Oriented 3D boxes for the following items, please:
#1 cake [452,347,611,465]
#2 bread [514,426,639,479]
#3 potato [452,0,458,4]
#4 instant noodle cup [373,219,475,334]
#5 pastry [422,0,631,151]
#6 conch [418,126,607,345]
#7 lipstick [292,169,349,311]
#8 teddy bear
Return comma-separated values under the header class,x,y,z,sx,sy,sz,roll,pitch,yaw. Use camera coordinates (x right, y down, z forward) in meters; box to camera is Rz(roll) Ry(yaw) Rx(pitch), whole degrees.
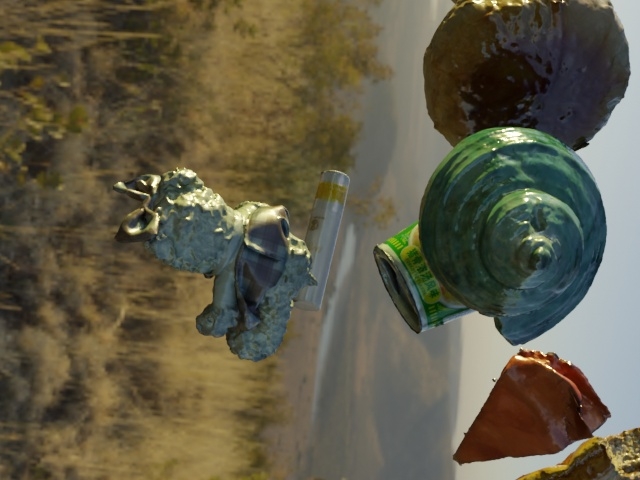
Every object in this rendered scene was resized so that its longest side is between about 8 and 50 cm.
class,x,y,z,sx,sy,sz,roll,pitch,yaw
cake,0.249,0.224,1.277,0.098,0.135,0.287,-44,179,-33
bread,0.400,0.413,1.624,0.185,0.380,0.109,46,16,-43
potato,0.246,-0.385,1.479,0.138,0.243,0.098,-50,-169,-28
instant noodle cup,0.213,0.027,1.455,0.207,0.233,0.207,61,-9,17
pastry,0.197,-0.155,0.947,0.093,0.192,0.182,-96,174,-52
conch,0.169,0.000,0.829,0.202,0.134,0.196,-29,98,-59
lipstick,0.000,0.000,1.792,0.059,0.059,0.264,74,27,-66
teddy bear,-0.070,0.016,0.836,0.213,0.111,0.133,43,49,-42
